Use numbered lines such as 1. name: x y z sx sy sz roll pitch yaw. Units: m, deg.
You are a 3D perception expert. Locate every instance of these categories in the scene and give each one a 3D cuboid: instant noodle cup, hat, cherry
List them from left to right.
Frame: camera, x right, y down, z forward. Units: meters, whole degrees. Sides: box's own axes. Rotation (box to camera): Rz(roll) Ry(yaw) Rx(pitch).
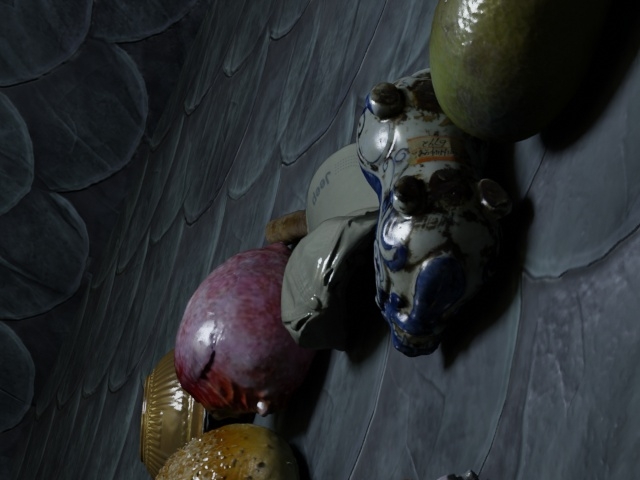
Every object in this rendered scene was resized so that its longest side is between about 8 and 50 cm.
1. instant noodle cup: -0.209 0.256 2.047 0.274 0.090 0.274 -176 90 -85
2. cherry: -0.086 0.111 1.810 0.192 0.175 0.250 115 175 -69
3. hat: 0.000 0.000 1.676 0.245 0.149 0.214 53 127 40

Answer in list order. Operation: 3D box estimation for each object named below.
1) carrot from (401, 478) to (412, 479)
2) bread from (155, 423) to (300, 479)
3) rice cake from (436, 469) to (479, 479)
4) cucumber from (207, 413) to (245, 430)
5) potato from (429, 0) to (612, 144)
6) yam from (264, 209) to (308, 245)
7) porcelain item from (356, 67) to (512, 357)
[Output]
1. carrot: 0.085 0.279 1.283 0.224 0.057 0.057 -101 33 -63
2. bread: -0.138 0.361 1.719 0.305 0.158 0.306 -161 90 -72
3. rice cake: 0.121 0.293 1.153 0.270 0.049 0.055 -93 25 -50
4. cucumber: -0.125 0.178 2.041 0.067 0.067 0.245 127 151 -46
5. potato: 0.188 -0.210 1.306 0.174 0.159 0.251 55 143 37
6. yam: -0.002 -0.027 1.906 0.327 0.045 0.045 -17 89 68
7. porcelain item: 0.108 -0.034 1.441 0.288 0.138 0.186 -96 11 -45
